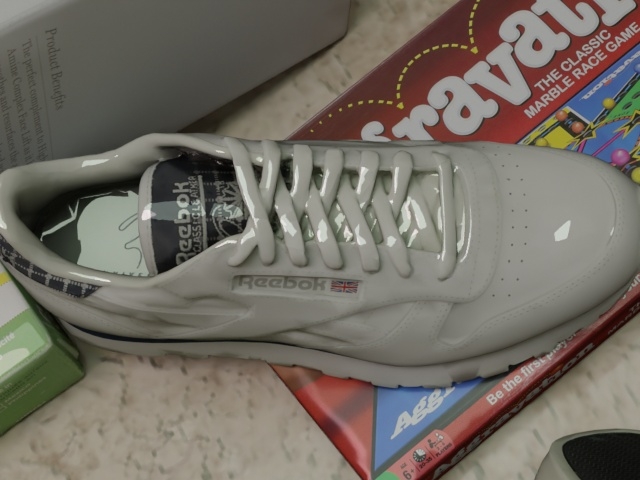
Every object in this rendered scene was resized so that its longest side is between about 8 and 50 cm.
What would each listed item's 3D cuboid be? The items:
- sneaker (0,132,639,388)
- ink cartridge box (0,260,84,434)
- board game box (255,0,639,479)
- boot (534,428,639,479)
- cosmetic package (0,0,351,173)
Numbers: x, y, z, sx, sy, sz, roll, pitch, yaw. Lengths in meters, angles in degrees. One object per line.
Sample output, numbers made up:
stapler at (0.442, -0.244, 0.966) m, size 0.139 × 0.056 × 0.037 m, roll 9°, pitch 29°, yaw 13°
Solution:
sneaker at (0.000, 0.000, 0.528) m, size 0.235 × 0.095 × 0.090 m, roll -5°, pitch 68°, yaw 7°
ink cartridge box at (-0.230, 0.009, 0.616) m, size 0.171 × 0.056 × 0.235 m, roll -36°, pitch 70°, yaw -4°
board game box at (0.091, -0.036, 0.590) m, size 0.281 × 0.027 × 0.145 m, roll -39°, pitch 67°, yaw -6°
boot at (0.140, 0.182, 0.471) m, size 0.088 × 0.176 × 0.244 m, roll -6°, pitch 28°, yaw -28°
cosmetic package at (-0.096, -0.089, 0.561) m, size 0.231 × 0.117 × 0.085 m, roll -33°, pitch 66°, yaw -25°
